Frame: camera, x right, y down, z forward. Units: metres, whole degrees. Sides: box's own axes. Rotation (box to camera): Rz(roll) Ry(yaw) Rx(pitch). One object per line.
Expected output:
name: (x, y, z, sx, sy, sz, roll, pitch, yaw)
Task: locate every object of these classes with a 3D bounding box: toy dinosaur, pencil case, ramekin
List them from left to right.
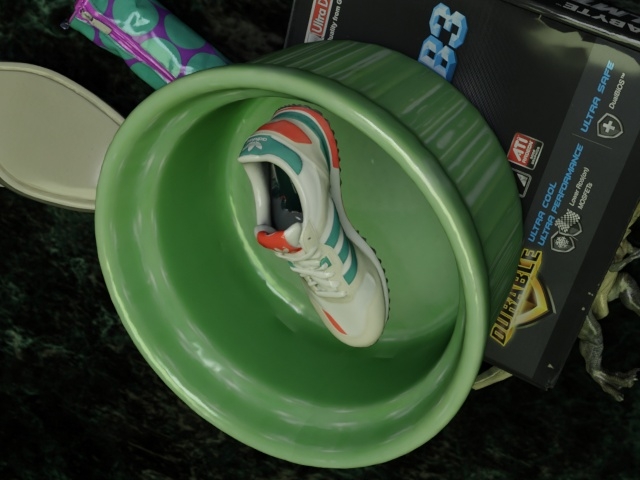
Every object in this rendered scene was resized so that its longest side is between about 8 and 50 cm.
pencil case: (-0.136, -0.158, 0.871, 0.151, 0.070, 0.064, 38, 124, -8)
ramekin: (0.000, 0.000, 0.774, 0.303, 0.148, 0.303, 14, 121, 24)
toy dinosaur: (0.234, 0.061, 0.890, 0.118, 0.064, 0.268, 36, 125, 14)

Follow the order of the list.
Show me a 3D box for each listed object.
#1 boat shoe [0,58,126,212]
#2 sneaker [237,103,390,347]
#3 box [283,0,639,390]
boat shoe: (-0.301, -0.112, 0.952, 0.335, 0.095, 0.112, 20, 88, 1)
sneaker: (-0.010, 0.003, 0.637, 0.057, 0.075, 0.161, -7, 111, 33)
box: (0.101, -0.068, 0.821, 0.293, 0.073, 0.295, 25, 124, 14)
